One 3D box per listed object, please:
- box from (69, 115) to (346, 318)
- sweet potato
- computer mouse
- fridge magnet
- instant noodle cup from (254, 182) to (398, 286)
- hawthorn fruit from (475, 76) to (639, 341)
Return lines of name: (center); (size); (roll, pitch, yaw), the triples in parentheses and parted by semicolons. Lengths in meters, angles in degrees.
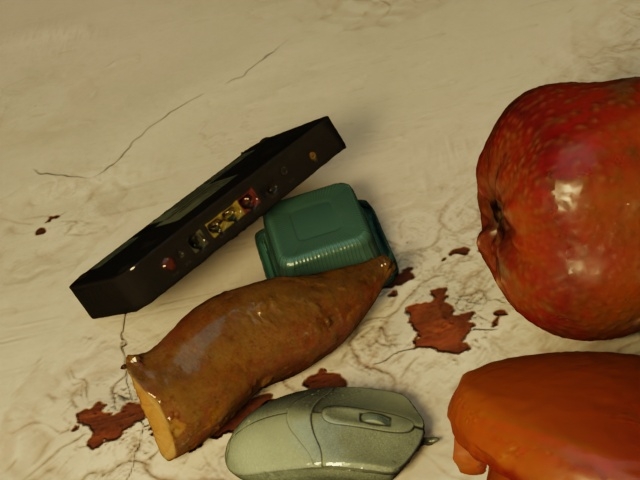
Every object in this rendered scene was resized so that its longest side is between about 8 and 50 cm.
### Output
box: (-0.139, -0.030, 1.638); (0.350, 0.058, 0.211); (-39, 12, -27)
sweet potato: (-0.063, 0.099, 1.463); (0.336, 0.131, 0.131); (-34, 40, -21)
computer mouse: (0.005, 0.198, 1.356); (0.229, 0.068, 0.113); (-8, 40, 14)
fridge magnet: (0.285, 0.183, 1.104); (0.363, 0.155, 0.363); (8, 8, -1)
instant noodle cup: (0.000, 0.000, 1.608); (0.157, 0.070, 0.179); (-18, 36, -2)
hawthorn fruit: (0.298, -0.043, 1.385); (0.299, 0.275, 0.275); (-25, 37, -25)
